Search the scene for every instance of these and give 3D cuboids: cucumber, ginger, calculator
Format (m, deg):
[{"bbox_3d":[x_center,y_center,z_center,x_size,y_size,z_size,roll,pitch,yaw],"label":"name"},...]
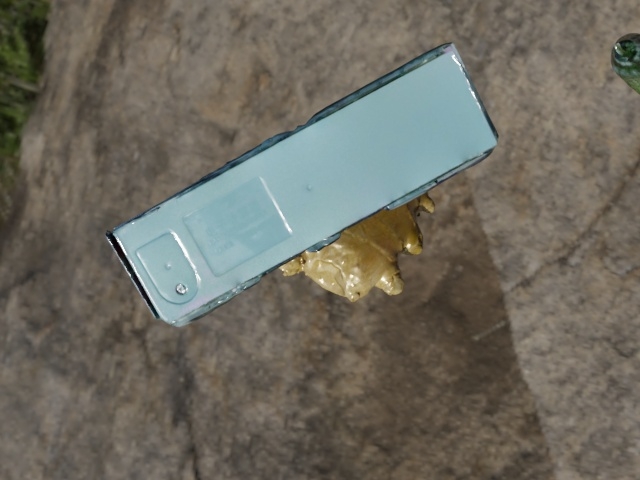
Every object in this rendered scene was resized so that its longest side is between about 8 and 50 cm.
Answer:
[{"bbox_3d":[0.393,-0.217,1.362,0.056,0.250,0.056,-2,86,23],"label":"cucumber"},{"bbox_3d":[0.040,-0.017,0.938,0.115,0.205,0.081,24,138,46],"label":"ginger"},{"bbox_3d":[-0.006,-0.022,0.486,0.172,0.057,0.018,-29,19,1],"label":"calculator"}]
